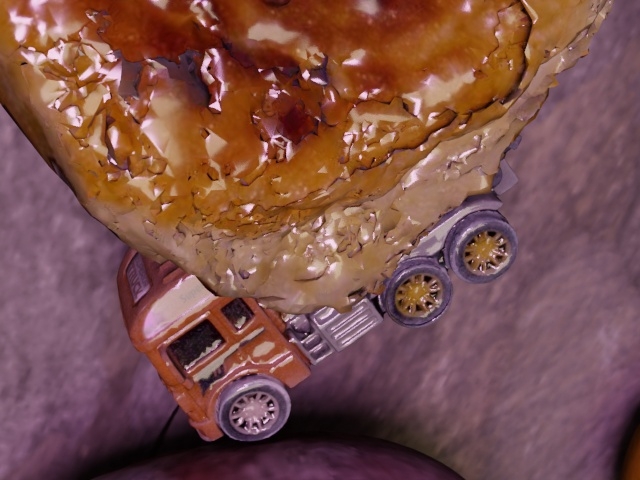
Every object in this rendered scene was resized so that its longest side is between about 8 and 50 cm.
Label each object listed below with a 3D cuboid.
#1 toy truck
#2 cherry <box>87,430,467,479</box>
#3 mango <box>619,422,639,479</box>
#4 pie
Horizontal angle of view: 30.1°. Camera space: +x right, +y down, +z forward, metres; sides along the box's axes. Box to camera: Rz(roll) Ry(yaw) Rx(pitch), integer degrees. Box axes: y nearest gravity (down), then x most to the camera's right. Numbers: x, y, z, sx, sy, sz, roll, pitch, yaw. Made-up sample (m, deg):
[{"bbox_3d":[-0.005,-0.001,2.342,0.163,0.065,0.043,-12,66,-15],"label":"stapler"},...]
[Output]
[{"bbox_3d":[0.000,0.000,0.536,0.192,0.083,0.092,-35,121,3],"label":"toy truck"},{"bbox_3d":[-0.008,0.196,0.554,0.285,0.213,0.236,11,126,-19],"label":"cherry"},{"bbox_3d":[0.263,0.113,0.648,0.221,0.120,0.151,-37,119,-3],"label":"mango"},{"bbox_3d":[-0.003,-0.134,0.423,0.308,0.085,0.308,-2,98,-12],"label":"pie"}]
